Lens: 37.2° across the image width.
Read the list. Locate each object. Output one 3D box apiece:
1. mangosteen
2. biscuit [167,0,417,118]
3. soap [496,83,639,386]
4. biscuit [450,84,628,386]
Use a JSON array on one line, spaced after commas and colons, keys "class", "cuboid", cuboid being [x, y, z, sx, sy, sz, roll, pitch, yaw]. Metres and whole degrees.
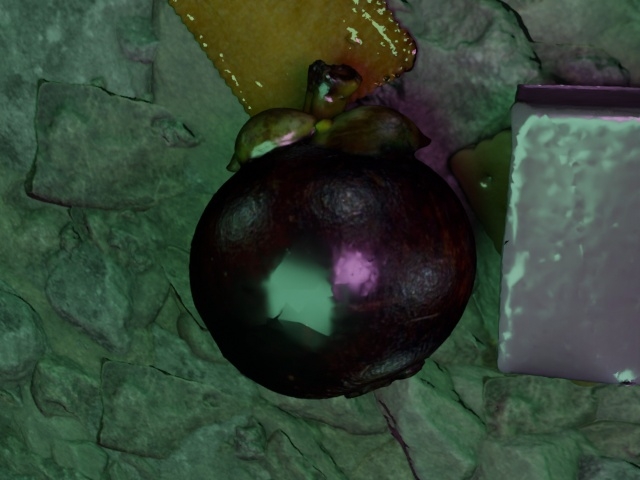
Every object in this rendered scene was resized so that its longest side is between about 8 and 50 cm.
[{"class": "mangosteen", "cuboid": [0.006, 0.012, 0.999, 0.330, 0.330, 0.330, 13, 124, 20]}, {"class": "biscuit", "cuboid": [-0.038, -0.239, 1.044, 0.236, 0.013, 0.232, -26, 106, 38]}, {"class": "soap", "cuboid": [0.319, 0.000, 0.895, 0.296, 0.107, 0.286, 5, 115, 11]}, {"class": "biscuit", "cuboid": [0.294, 0.011, 1.006, 0.217, 0.044, 0.325, -21, 107, 34]}]
